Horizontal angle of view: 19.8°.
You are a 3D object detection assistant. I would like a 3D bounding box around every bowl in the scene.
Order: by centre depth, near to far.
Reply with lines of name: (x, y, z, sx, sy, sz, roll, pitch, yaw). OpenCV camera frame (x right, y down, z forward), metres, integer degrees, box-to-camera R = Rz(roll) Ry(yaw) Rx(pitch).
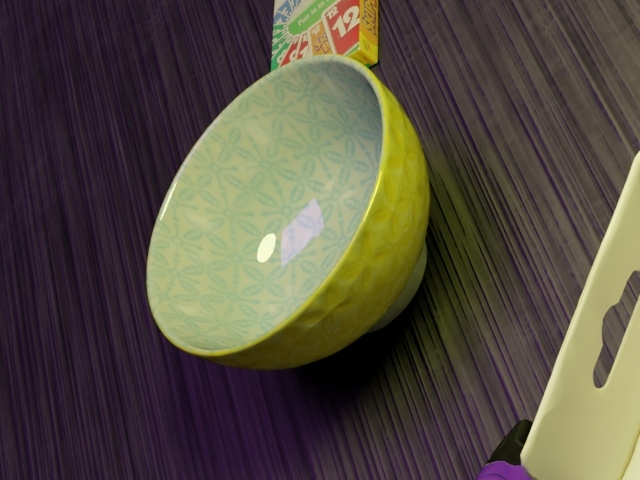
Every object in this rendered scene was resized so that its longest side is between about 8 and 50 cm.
bowl: (0.000, 0.000, 1.602, 0.289, 0.156, 0.289, -29, 44, 32)

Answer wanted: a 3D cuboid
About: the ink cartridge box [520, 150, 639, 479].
ink cartridge box: (0.286, 0.113, 1.013, 0.119, 0.353, 0.207, 5, 68, 51)

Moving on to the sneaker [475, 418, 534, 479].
sneaker: (0.210, 0.184, 1.263, 0.293, 0.102, 0.146, 10, 71, 52)

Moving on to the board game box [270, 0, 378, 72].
board game box: (0.006, -0.260, 1.903, 0.124, 0.039, 0.259, -27, 42, 33)
